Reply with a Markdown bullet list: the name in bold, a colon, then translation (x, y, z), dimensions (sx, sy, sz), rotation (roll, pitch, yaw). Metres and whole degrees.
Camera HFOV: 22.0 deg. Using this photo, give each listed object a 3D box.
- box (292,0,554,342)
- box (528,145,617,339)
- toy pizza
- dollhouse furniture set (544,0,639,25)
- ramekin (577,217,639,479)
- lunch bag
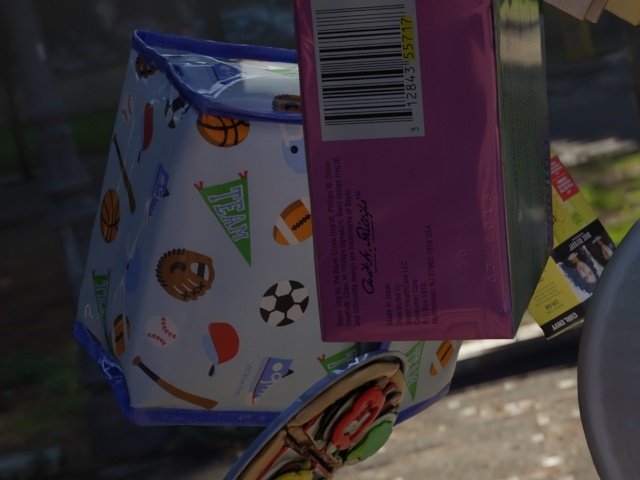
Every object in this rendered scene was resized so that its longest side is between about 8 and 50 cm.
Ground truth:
- **box**: translation (0.073, -0.070, 1.029), dimensions (0.117, 0.214, 0.243), rotation (-2, 12, 15)
- **box**: translation (0.163, -0.039, 1.361), dimensions (0.087, 0.232, 0.058), rotation (-28, -6, -44)
- **toy pizza**: translation (-0.003, 0.160, 1.208), dimensions (0.201, 0.032, 0.201), rotation (-39, -21, -18)
- **dollhouse furniture set**: translation (0.302, -0.302, 1.395), dimensions (0.394, 0.256, 0.362), rotation (31, 15, 14)
- **ramekin**: translation (0.303, 0.084, 1.007), dimensions (0.272, 0.273, 0.127), rotation (-16, 2, -14)
- **lunch bag**: translation (0.000, 0.000, 1.552), dimensions (0.385, 0.328, 0.239), rotation (5, 24, -28)
